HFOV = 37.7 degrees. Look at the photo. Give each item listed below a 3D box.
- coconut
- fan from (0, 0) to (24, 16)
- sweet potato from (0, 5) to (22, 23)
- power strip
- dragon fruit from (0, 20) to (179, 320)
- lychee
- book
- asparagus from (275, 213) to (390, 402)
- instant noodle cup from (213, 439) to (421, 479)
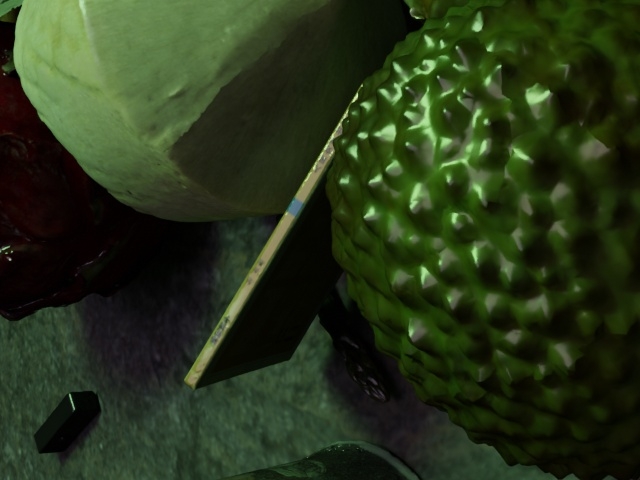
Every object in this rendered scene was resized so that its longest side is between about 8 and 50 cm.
[{"bbox_3d":[-0.074,-0.159,0.726,0.329,0.329,0.329,-8,79,47],"label":"coconut"},{"bbox_3d":[-0.300,-0.199,0.821,0.233,0.012,0.415,-22,34,14],"label":"fan"},{"bbox_3d":[-0.242,-0.295,1.041,0.369,0.158,0.158,-26,66,39],"label":"sweet potato"},{"bbox_3d":[-0.305,0.220,1.123,0.111,0.038,0.029,-47,54,35],"label":"power strip"},{"bbox_3d":[-0.301,-0.072,0.953,0.329,0.329,0.329,-8,79,47],"label":"dragon fruit"},{"bbox_3d":[0.129,-0.031,0.517,0.270,0.270,0.320,-5,116,47],"label":"lychee"},{"bbox_3d":[-0.001,-0.001,0.699,0.018,0.170,0.242,36,102,17],"label":"book"},{"bbox_3d":[0.004,0.046,0.810,0.034,0.027,0.236,-58,46,40],"label":"asparagus"},{"bbox_3d":[-0.041,0.265,0.699,0.217,0.207,0.217,-6,82,47],"label":"instant noodle cup"}]
